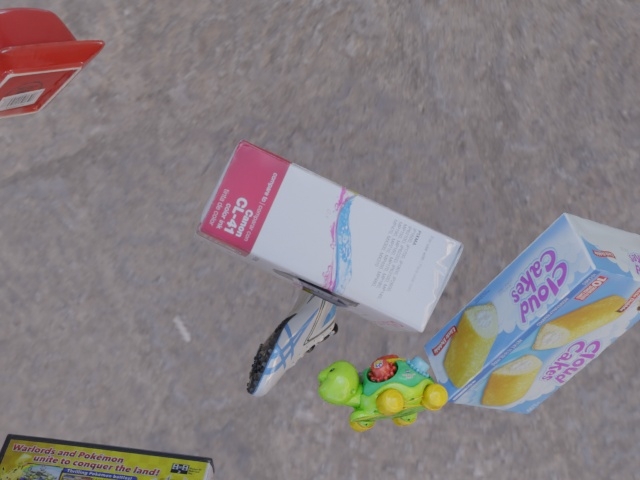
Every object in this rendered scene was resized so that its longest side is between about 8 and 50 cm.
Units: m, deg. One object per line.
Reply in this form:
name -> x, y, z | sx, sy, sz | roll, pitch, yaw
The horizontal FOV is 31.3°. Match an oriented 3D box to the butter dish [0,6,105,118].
butter dish -> -0.350, -0.210, 1.258 | 0.160, 0.160, 0.118 | -35, 80, 39

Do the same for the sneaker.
sneaker -> -0.027, 0.140, 1.695 | 0.086, 0.085, 0.237 | 38, 66, -7

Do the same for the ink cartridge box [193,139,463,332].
ink cartridge box -> 0.000, 0.000, 1.468 | 0.306, 0.226, 0.131 | 27, 83, -6

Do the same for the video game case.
video game case -> -0.288, 0.356, 1.372 | 0.275, 0.248, 0.035 | 5, 136, 9

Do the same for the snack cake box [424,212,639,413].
snack cake box -> 0.269, 0.094, 1.366 | 0.152, 0.089, 0.264 | 14, 131, -35

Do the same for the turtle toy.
turtle toy -> 0.059, 0.149, 1.137 | 0.130, 0.095, 0.066 | -2, 69, -25
